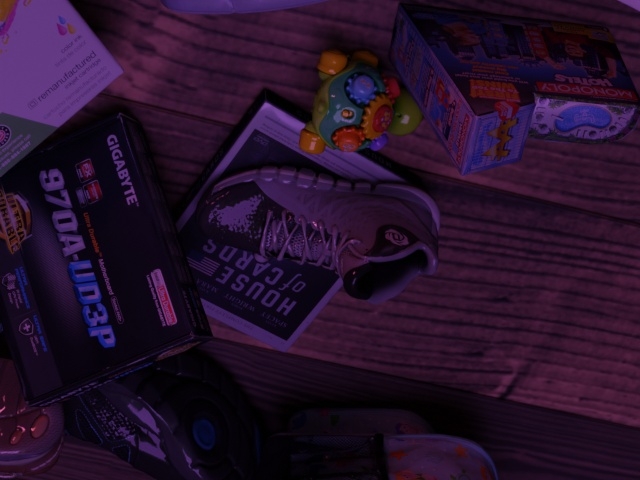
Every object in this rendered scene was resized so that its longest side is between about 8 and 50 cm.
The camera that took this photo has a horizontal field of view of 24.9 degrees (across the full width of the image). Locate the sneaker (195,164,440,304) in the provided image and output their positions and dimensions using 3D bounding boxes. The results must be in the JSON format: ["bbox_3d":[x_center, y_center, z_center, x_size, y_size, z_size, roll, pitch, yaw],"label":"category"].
[{"bbox_3d":[0.000,0.000,1.304,0.229,0.132,0.086,1,124,-3],"label":"sneaker"}]

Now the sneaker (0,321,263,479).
[{"bbox_3d":[-0.190,0.166,1.478,0.140,0.125,0.341,-25,118,34],"label":"sneaker"}]

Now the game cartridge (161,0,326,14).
[{"bbox_3d":[-0.012,-0.292,1.184,0.294,0.060,0.196,-14,128,8],"label":"game cartridge"}]

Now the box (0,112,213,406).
[{"bbox_3d":[-0.214,0.020,1.314,0.175,0.220,0.051,-22,167,14],"label":"box"}]

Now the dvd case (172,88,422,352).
[{"bbox_3d":[-0.043,-0.012,1.393,0.179,0.029,0.238,28,119,-20],"label":"dvd case"}]

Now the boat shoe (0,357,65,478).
[{"bbox_3d":[-0.393,0.149,1.404,0.324,0.123,0.116,24,151,14],"label":"boat shoe"}]

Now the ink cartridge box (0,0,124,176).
[{"bbox_3d":[-0.288,-0.176,1.182,0.154,0.093,0.212,-41,128,-6],"label":"ink cartridge box"}]

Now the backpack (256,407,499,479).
[{"bbox_3d":[0.066,0.292,1.512,0.254,0.191,0.225,0,128,5],"label":"backpack"}]

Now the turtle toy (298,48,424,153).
[{"bbox_3d":[0.041,-0.117,1.285,0.066,0.130,0.095,25,109,32],"label":"turtle toy"}]

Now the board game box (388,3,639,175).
[{"bbox_3d":[0.163,-0.123,1.221,0.194,0.194,0.060,6,125,-6],"label":"board game box"}]

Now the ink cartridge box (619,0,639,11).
[{"bbox_3d":[0.283,-0.299,1.162,0.160,0.092,0.219,22,121,-16],"label":"ink cartridge box"}]
